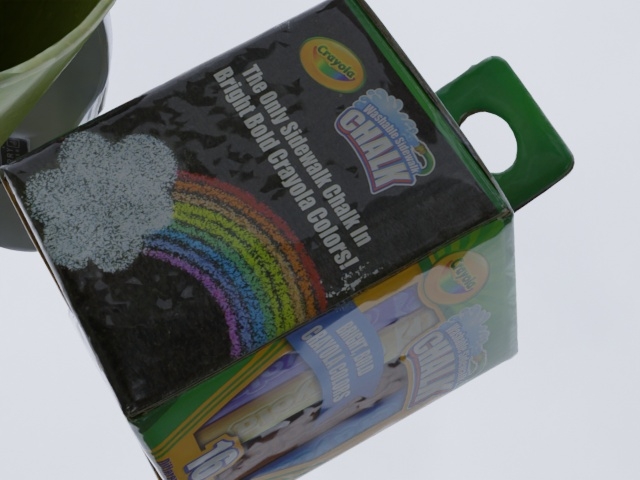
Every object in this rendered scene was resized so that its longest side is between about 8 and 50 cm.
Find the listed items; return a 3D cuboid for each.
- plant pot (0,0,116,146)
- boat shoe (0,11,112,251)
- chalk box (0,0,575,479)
[{"bbox_3d":[-0.252,-0.069,0.689,0.274,0.275,0.293,27,-45,-11],"label":"plant pot"},{"bbox_3d":[-0.173,-0.096,1.041,0.095,0.084,0.258,14,-37,-10],"label":"boat shoe"},{"bbox_3d":[0.000,0.000,0.991,0.289,0.180,0.179,-27,-29,-9],"label":"chalk box"}]
